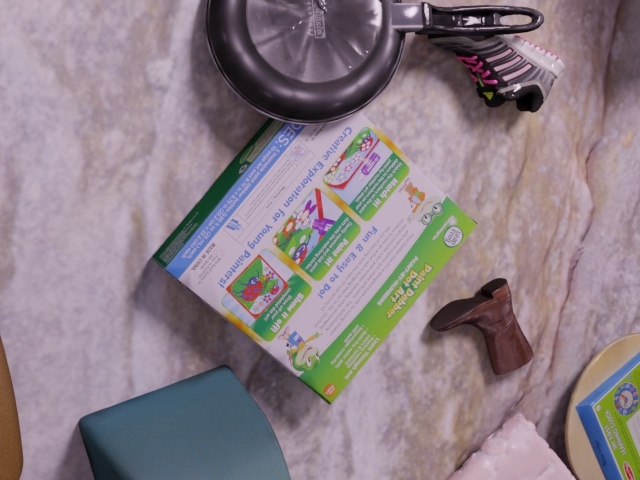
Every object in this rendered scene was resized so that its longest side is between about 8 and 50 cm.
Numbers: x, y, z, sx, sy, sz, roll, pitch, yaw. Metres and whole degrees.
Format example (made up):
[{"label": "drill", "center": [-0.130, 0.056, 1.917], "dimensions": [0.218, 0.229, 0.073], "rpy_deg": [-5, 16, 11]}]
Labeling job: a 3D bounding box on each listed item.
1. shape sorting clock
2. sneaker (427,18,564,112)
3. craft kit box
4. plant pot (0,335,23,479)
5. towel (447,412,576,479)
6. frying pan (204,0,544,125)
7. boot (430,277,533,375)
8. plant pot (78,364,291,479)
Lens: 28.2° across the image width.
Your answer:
[{"label": "shape sorting clock", "center": [0.372, 0.212, 1.528], "dimensions": [0.206, 0.040, 0.206], "rpy_deg": [-5, 99, -34]}, {"label": "sneaker", "center": [0.179, -0.179, 1.325], "dimensions": [0.170, 0.063, 0.074], "rpy_deg": [17, 90, -32]}, {"label": "craft kit box", "center": [0.000, 0.000, 1.299], "dimensions": [0.247, 0.061, 0.250], "rpy_deg": [42, 85, -25]}, {"label": "plant pot", "center": [-0.360, 0.129, 1.092], "dimensions": [0.237, 0.237, 0.254], "rpy_deg": [-33, 128, -13]}, {"label": "towel", "center": [0.198, 0.412, 1.497], "dimensions": [0.332, 0.053, 0.317], "rpy_deg": [-44, 117, -7]}, {"label": "frying pan", "center": [0.049, -0.188, 1.225], "dimensions": [0.326, 0.053, 0.197], "rpy_deg": [19, 83, -9]}, {"label": "boot", "center": [0.183, 0.113, 1.423], "dimensions": [0.106, 0.037, 0.114], "rpy_deg": [-27, 118, -13]}, {"label": "plant pot", "center": [-0.107, 0.255, 1.216], "dimensions": [0.166, 0.234, 0.165], "rpy_deg": [-19, 110, -18]}]
